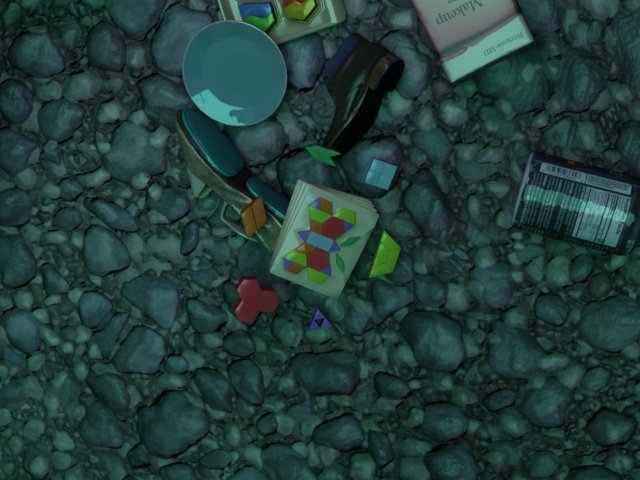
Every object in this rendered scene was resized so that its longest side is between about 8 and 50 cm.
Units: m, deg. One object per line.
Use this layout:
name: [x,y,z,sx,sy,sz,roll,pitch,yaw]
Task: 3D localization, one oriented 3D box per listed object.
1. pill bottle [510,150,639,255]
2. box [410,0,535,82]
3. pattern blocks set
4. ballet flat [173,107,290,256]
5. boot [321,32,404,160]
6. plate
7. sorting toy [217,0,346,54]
pill bottle: [0.439,-0.052,1.650,0.245,0.130,0.131,16,103,9]
box: [0.227,-0.386,1.639,0.148,0.127,0.232,-26,93,15]
pattern blocks set: [0.000,0.000,1.752,0.285,0.026,0.325,7,105,-14]
ballet flat: [-0.160,-0.090,1.794,0.316,0.107,0.106,46,119,2]
boot: [0.045,-0.243,1.746,0.106,0.082,0.219,45,111,24]
plate: [-0.146,-0.289,1.777,0.188,0.024,0.188,5,115,11]
sorting toy: [-0.079,-0.433,1.745,0.208,0.038,0.193,-16,96,14]
